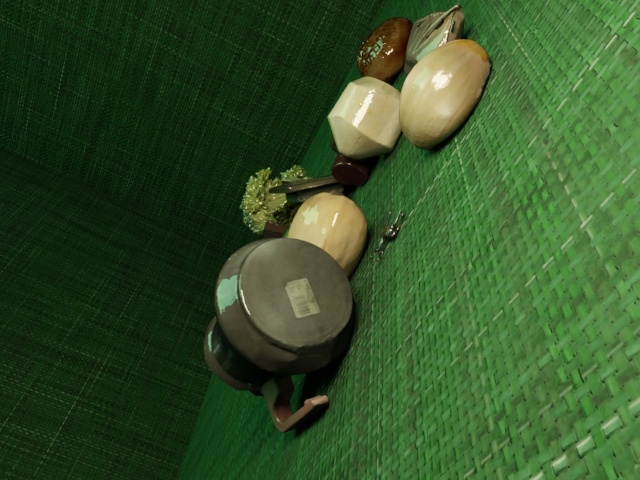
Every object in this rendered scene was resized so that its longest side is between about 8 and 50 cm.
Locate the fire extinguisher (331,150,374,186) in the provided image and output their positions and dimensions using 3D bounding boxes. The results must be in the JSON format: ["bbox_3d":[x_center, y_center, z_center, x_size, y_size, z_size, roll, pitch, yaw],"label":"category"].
[{"bbox_3d":[0.133,-0.325,1.771,0.135,0.114,0.337,78,-153,-59],"label":"fire extinguisher"}]

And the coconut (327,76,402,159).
[{"bbox_3d":[0.125,-0.323,1.558,0.222,0.202,0.202,-62,11,9],"label":"coconut"}]

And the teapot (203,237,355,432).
[{"bbox_3d":[-0.096,0.214,1.260,0.376,0.306,0.361,67,149,21],"label":"teapot"}]

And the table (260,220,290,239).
[{"bbox_3d":[-0.133,0.055,2.003,0.169,0.173,0.193,-118,43,-76],"label":"table"}]

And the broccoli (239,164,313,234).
[{"bbox_3d":[-0.148,-0.154,2.264,0.338,0.318,0.277,52,-164,-71],"label":"broccoli"}]

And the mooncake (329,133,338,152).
[{"bbox_3d":[0.098,-0.390,2.119,0.175,0.104,0.168,120,163,-45],"label":"mooncake"}]

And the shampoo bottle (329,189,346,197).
[{"bbox_3d":[0.027,-0.093,1.831,0.056,0.086,0.227,-39,1,-21],"label":"shampoo bottle"}]

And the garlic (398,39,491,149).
[{"bbox_3d":[0.240,-0.280,1.145,0.164,0.145,0.245,-28,-25,-49],"label":"garlic"}]

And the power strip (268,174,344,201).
[{"bbox_3d":[-0.022,-0.167,1.879,0.257,0.251,0.092,-166,70,-70],"label":"power strip"}]

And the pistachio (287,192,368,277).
[{"bbox_3d":[0.008,0.021,1.387,0.187,0.188,0.299,-87,15,-64],"label":"pistachio"}]

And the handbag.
[{"bbox_3d":[0.274,-0.479,1.392,0.270,0.117,0.182,-113,35,-76],"label":"handbag"}]

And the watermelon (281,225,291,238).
[{"bbox_3d":[0.000,0.000,1.642,0.224,0.180,0.305,-15,25,14],"label":"watermelon"}]

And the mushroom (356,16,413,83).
[{"bbox_3d":[0.225,-0.648,1.957,0.253,0.153,0.253,-50,24,33],"label":"mushroom"}]

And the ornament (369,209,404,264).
[{"bbox_3d":[0.141,-0.005,1.221,0.125,0.028,0.073,-64,10,-3],"label":"ornament"}]
